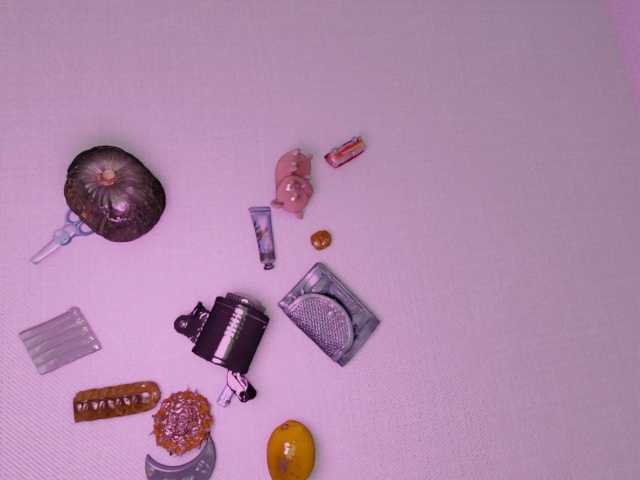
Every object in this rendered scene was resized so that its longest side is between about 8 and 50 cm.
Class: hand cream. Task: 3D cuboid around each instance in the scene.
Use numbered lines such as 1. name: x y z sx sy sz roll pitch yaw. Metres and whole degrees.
1. hand cream: -0.219 -0.012 1.597 0.088 0.055 0.256 -6 72 -16

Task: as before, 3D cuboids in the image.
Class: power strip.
1. power strip: -0.467 0.760 1.371 0.253 0.054 0.168 -16 80 -14

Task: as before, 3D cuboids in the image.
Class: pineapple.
1. pineapple: -0.460 0.597 1.372 0.224 0.076 0.225 3 58 -5

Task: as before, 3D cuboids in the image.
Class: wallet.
1. wallet: 0.035 0.277 1.561 0.342 0.075 0.237 44 77 2

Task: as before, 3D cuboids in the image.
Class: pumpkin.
1. pumpkin: -0.711 -0.162 1.427 0.327 0.257 0.292 35 61 -6

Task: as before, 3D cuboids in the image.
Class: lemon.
1. lemon: -0.099 0.717 1.389 0.169 0.170 0.208 -4 84 -11

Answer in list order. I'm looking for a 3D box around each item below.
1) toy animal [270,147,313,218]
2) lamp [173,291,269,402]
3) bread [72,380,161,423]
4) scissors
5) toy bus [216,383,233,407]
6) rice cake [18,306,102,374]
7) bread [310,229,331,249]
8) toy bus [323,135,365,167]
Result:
1. toy animal: -0.108 -0.224 1.606 0.166 0.154 0.251 15 68 -29
2. lamp: -0.291 0.320 1.420 0.374 0.205 0.272 39 78 12
3. bread: -0.669 0.529 1.371 0.269 0.098 0.087 -6 120 -12
4. scissors: -0.917 -0.012 1.479 0.125 0.030 0.256 41 71 0
5. toy bus: -0.326 0.539 1.453 0.045 0.038 0.083 29 74 1
6. rice cake: -0.878 0.340 1.402 0.198 0.037 0.189 -32 85 -15
7. bread: 0.000 0.000 1.629 0.083 0.046 0.081 4 74 -8
8. toy bus: 0.102 -0.363 1.717 0.174 0.079 0.077 -33 94 -15
